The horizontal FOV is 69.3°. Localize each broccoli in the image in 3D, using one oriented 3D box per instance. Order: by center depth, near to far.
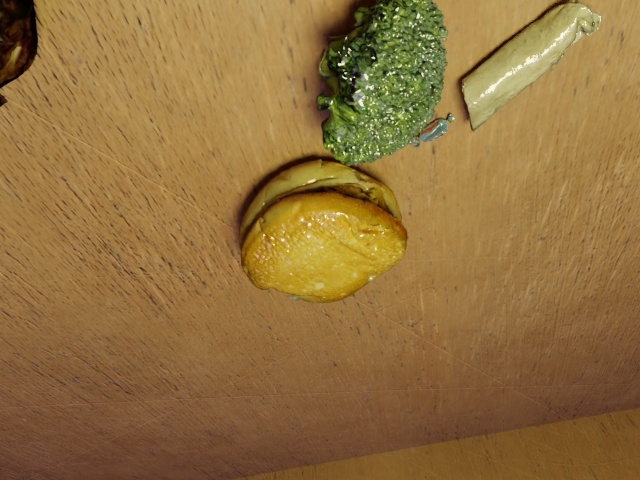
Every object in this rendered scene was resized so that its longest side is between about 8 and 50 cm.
[{"bbox_3d":[0.078,-0.224,0.624,0.176,0.198,0.226,-2,120,47],"label":"broccoli"}]

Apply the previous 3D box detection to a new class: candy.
[{"bbox_3d":[0.193,-0.186,0.794,0.083,0.020,0.030,-29,135,19],"label":"candy"}]

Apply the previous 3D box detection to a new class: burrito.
[{"bbox_3d":[0.299,-0.263,0.694,0.087,0.060,0.226,28,128,-35],"label":"burrito"}]

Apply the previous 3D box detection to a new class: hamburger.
[{"bbox_3d":[0.000,0.000,0.862,0.290,0.170,0.314,28,129,-30],"label":"hamburger"}]

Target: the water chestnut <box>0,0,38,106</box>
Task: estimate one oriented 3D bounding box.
[{"bbox_3d":[-0.410,-0.225,0.429,0.347,0.335,0.335,33,131,2],"label":"water chestnut"}]
